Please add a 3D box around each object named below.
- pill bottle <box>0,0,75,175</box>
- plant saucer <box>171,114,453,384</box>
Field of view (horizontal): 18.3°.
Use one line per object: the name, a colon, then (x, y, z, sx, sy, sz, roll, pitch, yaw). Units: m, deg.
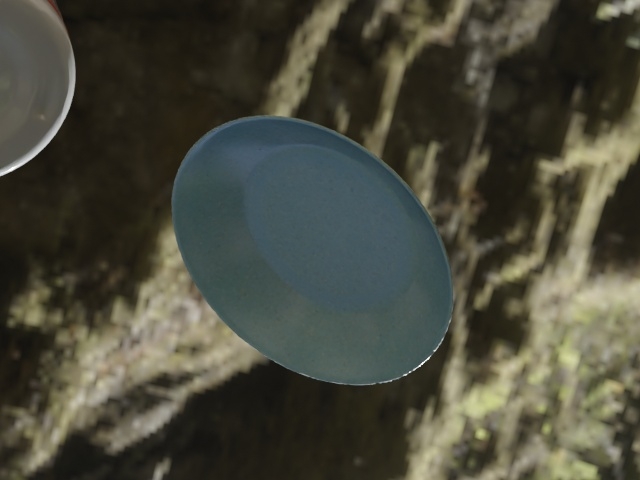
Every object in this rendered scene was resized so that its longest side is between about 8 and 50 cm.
pill bottle: (-0.189, -0.117, 0.985, 0.108, 0.108, 0.193, 6, -154, -20)
plant saucer: (0.000, 0.000, 1.221, 0.195, 0.195, 0.037, 21, -139, 17)
